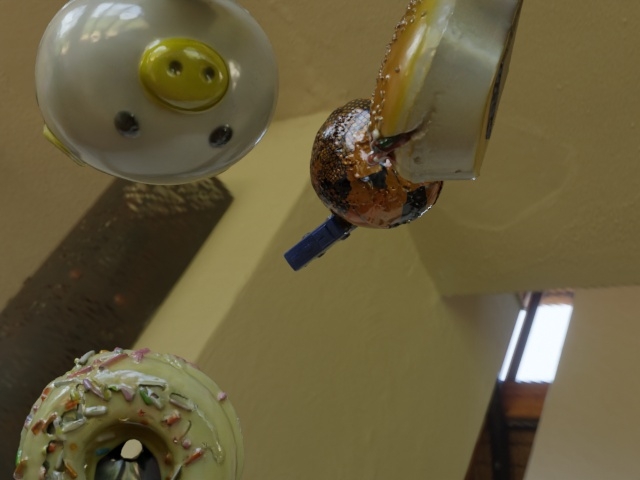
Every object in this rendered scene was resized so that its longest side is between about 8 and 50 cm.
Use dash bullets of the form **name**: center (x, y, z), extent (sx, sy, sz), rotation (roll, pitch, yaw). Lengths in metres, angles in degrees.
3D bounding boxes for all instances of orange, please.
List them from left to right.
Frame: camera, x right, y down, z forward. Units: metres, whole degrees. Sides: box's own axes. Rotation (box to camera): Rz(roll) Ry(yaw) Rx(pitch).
- **orange**: center (0.097, -0.130, 1.580), extent (0.235, 0.234, 0.182), rotation (21, -11, 9)

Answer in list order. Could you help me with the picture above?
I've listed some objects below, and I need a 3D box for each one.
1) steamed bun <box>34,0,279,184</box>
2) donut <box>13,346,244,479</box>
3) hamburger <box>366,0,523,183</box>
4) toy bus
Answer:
- **steamed bun**: center (-0.250, -0.243, 1.461), extent (0.374, 0.333, 0.334), rotation (5, -37, -23)
- **donut**: center (-0.141, 0.163, 0.689), extent (0.175, 0.174, 0.068), rotation (33, -6, -3)
- **hamburger**: center (0.138, -0.193, 1.068), extent (0.152, 0.295, 0.227), rotation (17, -54, 11)
- **toy bus**: center (0.000, 0.000, 1.684), extent (0.153, 0.061, 0.051), rotation (-37, -90, 38)
